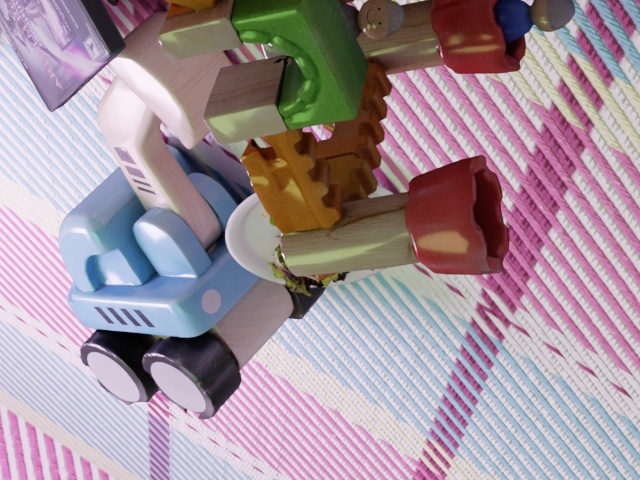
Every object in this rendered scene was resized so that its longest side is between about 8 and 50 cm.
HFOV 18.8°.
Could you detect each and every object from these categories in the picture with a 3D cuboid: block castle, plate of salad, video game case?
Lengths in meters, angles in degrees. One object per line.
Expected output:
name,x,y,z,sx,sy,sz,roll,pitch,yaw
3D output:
block castle,0.026,-0.214,1.341,0.212,0.303,0.453,-10,134,21
plate of salad,0.000,0.000,2.035,0.199,0.048,0.200,-3,144,-2
video game case,-0.288,-0.247,1.981,0.196,0.026,0.274,60,158,-3

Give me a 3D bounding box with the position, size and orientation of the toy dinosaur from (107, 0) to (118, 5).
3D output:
toy dinosaur,-0.261,-0.273,1.966,0.092,0.053,0.183,23,154,30

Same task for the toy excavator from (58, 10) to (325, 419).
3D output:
toy excavator,-0.178,-0.034,2.157,0.433,0.222,0.445,1,131,52
